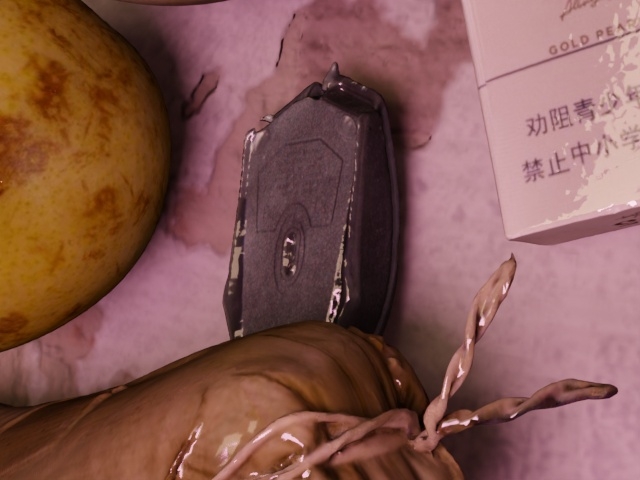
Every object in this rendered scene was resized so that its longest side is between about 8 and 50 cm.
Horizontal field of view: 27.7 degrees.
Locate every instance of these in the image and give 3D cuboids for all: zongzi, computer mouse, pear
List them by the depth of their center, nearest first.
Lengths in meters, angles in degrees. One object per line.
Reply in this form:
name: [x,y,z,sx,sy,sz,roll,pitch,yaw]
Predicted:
zongzi: [-0.140,0.105,0.796,0.467,0.218,0.500,47,127,25]
computer mouse: [0.003,0.000,0.853,0.126,0.071,0.231,-7,75,48]
pear: [-0.241,-0.058,0.896,0.283,0.283,0.284,-4,83,33]

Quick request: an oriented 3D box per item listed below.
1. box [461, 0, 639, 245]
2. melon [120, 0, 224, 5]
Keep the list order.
box: [0.166,-0.139,0.758,0.168,0.071,0.259,-15,77,31]
melon: [-0.076,-0.287,0.814,0.330,0.268,0.269,-3,84,25]
